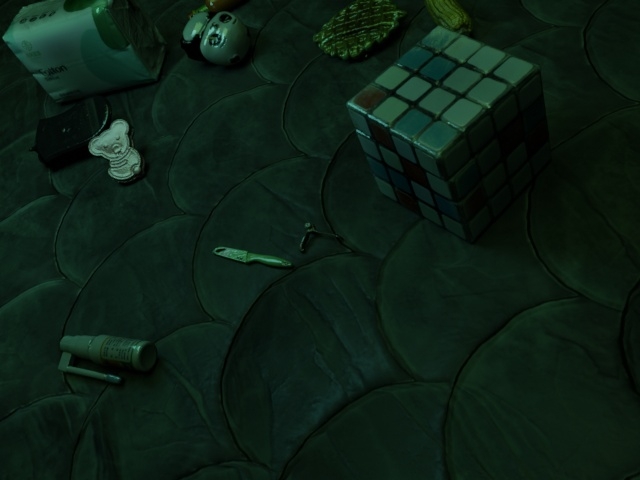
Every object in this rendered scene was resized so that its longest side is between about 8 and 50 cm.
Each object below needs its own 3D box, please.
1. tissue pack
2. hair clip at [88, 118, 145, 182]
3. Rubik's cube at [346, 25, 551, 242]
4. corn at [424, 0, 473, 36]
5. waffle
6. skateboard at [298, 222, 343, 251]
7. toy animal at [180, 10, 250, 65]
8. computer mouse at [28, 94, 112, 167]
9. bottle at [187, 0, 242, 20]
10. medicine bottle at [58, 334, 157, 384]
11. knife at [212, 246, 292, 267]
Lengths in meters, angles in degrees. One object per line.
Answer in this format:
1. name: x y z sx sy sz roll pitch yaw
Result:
1. tissue pack: -0.652 -0.556 2.031 0.356 0.266 0.194 -9 50 19
2. hair clip: -0.501 -0.217 1.799 0.123 0.102 0.138 -33 48 1
3. Rubik's cube: 0.245 -0.199 1.341 0.259 0.253 0.256 -44 49 -12
4. corn: 0.302 -0.542 1.717 0.072 0.072 0.203 -24 46 5
5. waffle: 0.096 -0.537 1.815 0.214 0.054 0.208 -44 52 -5
6. skateboard: 0.000 0.000 1.447 0.083 0.032 0.064 10 68 33
7. toy animal: -0.272 -0.552 1.940 0.179 0.138 0.166 19 79 40
8. computer mouse: -0.661 -0.286 1.939 0.264 0.088 0.147 -19 65 9
9. bottle: -0.306 -0.695 2.118 0.187 0.069 0.069 -32 47 -1
10. medicine bottle: -0.432 0.235 1.438 0.220 0.061 0.092 3 74 28
11. knife: -0.143 0.037 1.491 0.207 0.014 0.030 10 58 32
